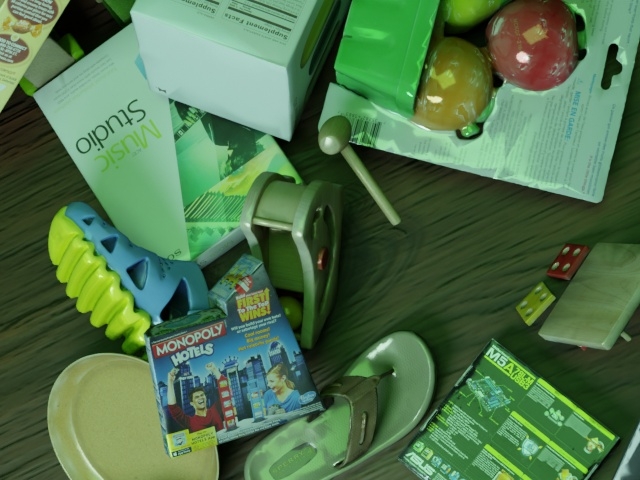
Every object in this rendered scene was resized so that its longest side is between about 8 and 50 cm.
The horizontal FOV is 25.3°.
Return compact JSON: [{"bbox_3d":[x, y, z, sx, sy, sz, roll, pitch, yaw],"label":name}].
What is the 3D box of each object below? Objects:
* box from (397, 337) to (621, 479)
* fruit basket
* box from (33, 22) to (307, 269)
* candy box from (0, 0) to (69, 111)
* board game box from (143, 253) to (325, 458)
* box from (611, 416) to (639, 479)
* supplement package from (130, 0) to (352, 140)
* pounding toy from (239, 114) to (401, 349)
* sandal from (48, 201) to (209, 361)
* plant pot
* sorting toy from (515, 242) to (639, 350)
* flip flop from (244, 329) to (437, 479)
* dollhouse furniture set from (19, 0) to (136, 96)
[{"bbox_3d":[0.218,0.243,1.661,0.190,0.045,0.184,37,85,18],"label":"box"},{"bbox_3d":[0.203,-0.237,1.739,0.353,0.165,0.327,14,81,-1],"label":"fruit basket"},{"bbox_3d":[-0.194,-0.125,1.829,0.232,0.058,0.322,-36,74,3],"label":"box"},{"bbox_3d":[-0.412,-0.297,1.770,0.316,0.087,0.183,-54,50,16],"label":"candy box"},{"bbox_3d":[-0.105,0.122,1.608,0.194,0.060,0.194,-15,105,-23],"label":"board game box"},{"bbox_3d":[0.417,0.148,1.520,0.103,0.184,0.261,25,108,14],"label":"box"},{"bbox_3d":[-0.078,-0.302,1.733,0.198,0.199,0.263,20,70,8],"label":"supplement package"},{"bbox_3d":[0.000,0.000,1.665,0.154,0.154,0.270,10,112,16],"label":"pounding toy"},{"bbox_3d":[-0.196,0.071,1.723,0.317,0.126,0.138,48,61,-11],"label":"sandal"},{"bbox_3d":[-0.220,0.236,1.712,0.236,0.032,0.236,10,115,23],"label":"plant pot"},{"bbox_3d":[0.322,0.069,1.600,0.046,0.274,0.132,40,77,-19],"label":"sorting toy"},{"bbox_3d":[0.023,0.213,1.691,0.277,0.080,0.112,-36,73,3],"label":"flip flop"},{"bbox_3d":[-0.399,-0.365,1.879,0.197,0.151,0.301,-38,72,2],"label":"dollhouse furniture set"}]
